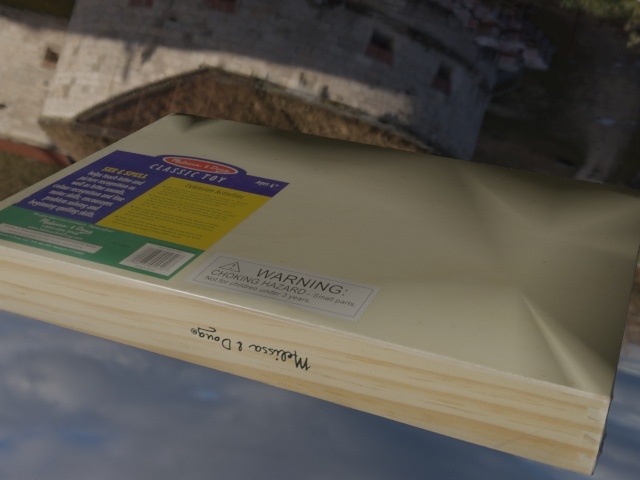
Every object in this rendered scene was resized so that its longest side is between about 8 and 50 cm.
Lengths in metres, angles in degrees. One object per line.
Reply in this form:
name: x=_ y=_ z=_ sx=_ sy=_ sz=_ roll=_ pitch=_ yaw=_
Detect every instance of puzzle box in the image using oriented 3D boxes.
puzzle box: x=0.000 y=0.000 z=0.565 sx=0.408 sy=0.052 sz=0.272 roll=12 pitch=-151 yaw=21
